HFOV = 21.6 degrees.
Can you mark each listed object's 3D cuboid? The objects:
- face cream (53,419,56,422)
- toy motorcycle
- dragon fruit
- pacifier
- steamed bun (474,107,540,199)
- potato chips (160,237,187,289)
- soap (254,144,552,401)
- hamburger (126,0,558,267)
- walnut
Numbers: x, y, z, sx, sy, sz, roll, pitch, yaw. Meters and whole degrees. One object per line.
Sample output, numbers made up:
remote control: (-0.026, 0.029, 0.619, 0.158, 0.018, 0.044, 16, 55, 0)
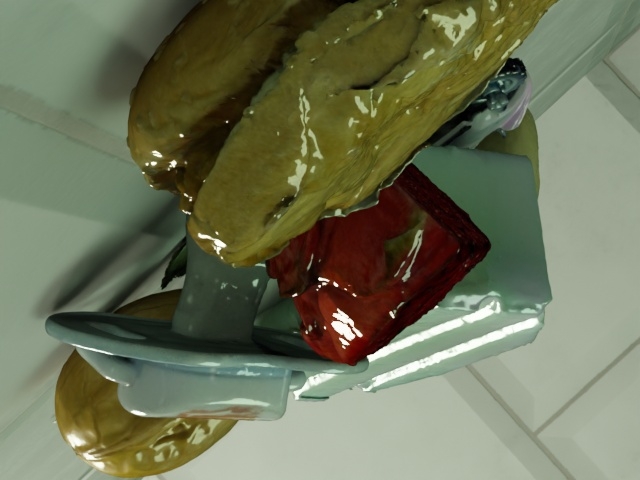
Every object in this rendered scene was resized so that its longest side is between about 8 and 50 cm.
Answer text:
face cream: (-0.196, 0.134, 1.865, 0.224, 0.070, 0.114, -31, 179, 26)
toy motorcycle: (0.126, -0.119, 1.670, 0.239, 0.108, 0.204, -10, -179, 32)
dragon fruit: (0.006, -0.014, 1.303, 0.152, 0.205, 0.317, -45, 172, 8)
pacifier: (-0.092, 0.041, 1.389, 0.279, 0.227, 0.207, 6, 97, -35)
steamed bun: (0.148, -0.101, 1.792, 0.231, 0.212, 0.110, -43, 144, -5)
potato chips: (-0.074, -0.028, 1.595, 0.209, 0.026, 0.142, -40, 176, -22)
soap: (0.053, 0.048, 1.671, 0.261, 0.156, 0.446, 4, 162, -26)
hamburger: (0.020, -0.120, 0.955, 0.283, 0.144, 0.259, -40, 172, 24)
walnut: (-0.153, 0.134, 1.575, 0.207, 0.159, 0.159, -33, 175, 3)
